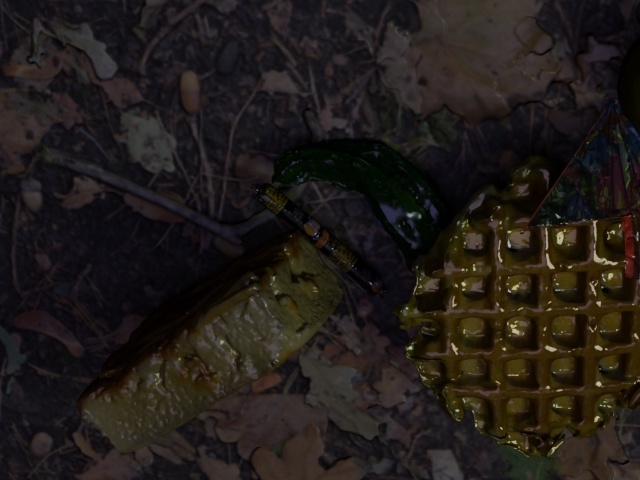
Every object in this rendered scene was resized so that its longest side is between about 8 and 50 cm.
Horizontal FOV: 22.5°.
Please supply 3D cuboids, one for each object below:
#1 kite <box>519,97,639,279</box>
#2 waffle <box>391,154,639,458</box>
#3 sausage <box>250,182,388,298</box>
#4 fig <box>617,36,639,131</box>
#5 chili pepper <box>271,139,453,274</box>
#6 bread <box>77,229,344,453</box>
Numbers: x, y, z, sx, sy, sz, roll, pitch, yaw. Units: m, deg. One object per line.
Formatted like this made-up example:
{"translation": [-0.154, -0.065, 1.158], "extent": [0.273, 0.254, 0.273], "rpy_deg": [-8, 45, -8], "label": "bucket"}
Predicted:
{"translation": [0.303, -0.052, 1.641], "extent": [0.232, 0.009, 0.189], "rpy_deg": [-4, 82, -17], "label": "kite"}
{"translation": [0.246, 0.075, 1.706], "extent": [0.302, 0.068, 0.325], "rpy_deg": [41, 106, -13], "label": "waffle"}
{"translation": [0.000, 0.000, 1.776], "extent": [0.198, 0.028, 0.025], "rpy_deg": [41, 139, -14], "label": "sausage"}
{"translation": [0.385, -0.120, 1.604], "extent": [0.124, 0.124, 0.236], "rpy_deg": [-27, 129, 24], "label": "fig"}
{"translation": [0.079, -0.018, 1.740], "extent": [0.279, 0.065, 0.122], "rpy_deg": [44, 131, -5], "label": "chili pepper"}
{"translation": [-0.124, 0.111, 1.787], "extent": [0.275, 0.185, 0.114], "rpy_deg": [-34, 97, 26], "label": "bread"}
